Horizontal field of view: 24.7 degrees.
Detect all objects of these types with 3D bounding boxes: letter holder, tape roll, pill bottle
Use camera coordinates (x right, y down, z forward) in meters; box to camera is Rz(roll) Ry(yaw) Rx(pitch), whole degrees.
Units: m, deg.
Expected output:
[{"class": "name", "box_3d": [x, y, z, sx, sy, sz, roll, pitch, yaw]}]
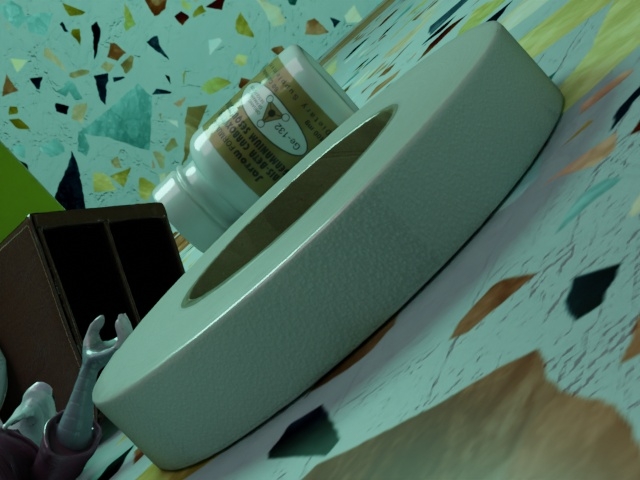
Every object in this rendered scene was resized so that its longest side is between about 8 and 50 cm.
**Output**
[{"class": "letter holder", "box_3d": [-0.257, 0.126, 1.429, 0.152, 0.214, 0.302, -7, -20, -43]}, {"class": "tape roll", "box_3d": [0.000, 0.000, 1.031, 0.392, 0.072, 0.392, -41, 9, 8]}, {"class": "pill bottle", "box_3d": [-0.069, -0.094, 1.609, 0.229, 0.131, 0.131, -42, 8, 8]}]

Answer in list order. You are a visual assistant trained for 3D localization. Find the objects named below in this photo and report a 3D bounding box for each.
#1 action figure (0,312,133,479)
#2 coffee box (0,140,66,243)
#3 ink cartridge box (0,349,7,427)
[{"class": "action figure", "box_3d": [-0.270, 0.203, 1.112, 0.248, 0.275, 0.370, -7, 1, 16]}, {"class": "coffee box", "box_3d": [-0.450, 0.090, 1.761, 0.338, 0.337, 0.334, -45, 9, -18]}, {"class": "ink cartridge box", "box_3d": [-0.326, 0.170, 1.376, 0.045, 0.179, 0.145, -15, -25, -47]}]
